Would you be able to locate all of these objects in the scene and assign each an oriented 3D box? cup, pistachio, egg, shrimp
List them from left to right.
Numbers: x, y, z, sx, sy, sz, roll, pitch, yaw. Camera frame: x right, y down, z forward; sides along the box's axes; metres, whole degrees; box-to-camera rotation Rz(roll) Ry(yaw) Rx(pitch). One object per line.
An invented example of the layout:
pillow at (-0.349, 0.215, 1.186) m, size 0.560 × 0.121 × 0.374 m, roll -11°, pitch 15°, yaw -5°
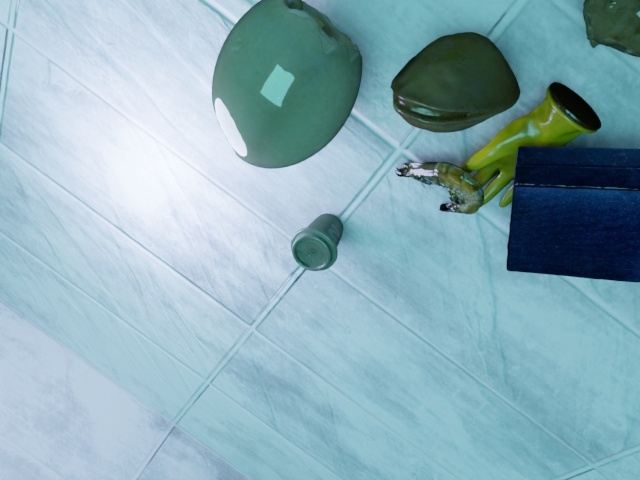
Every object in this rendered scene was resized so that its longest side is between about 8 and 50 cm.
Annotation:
egg at (-0.078, -0.296, 0.986) m, size 0.278 × 0.278 × 0.336 m, roll 38°, pitch 124°, yaw -4°
cup at (0.000, 0.000, 1.231) m, size 0.120 × 0.141 × 0.120 m, roll 10°, pitch 121°, yaw 17°
shrimp at (0.259, -0.113, 1.073) m, size 0.217 × 0.051 × 0.150 m, roll 22°, pitch 157°, yaw 46°
pistachio at (0.240, -0.271, 0.883) m, size 0.213 × 0.260 × 0.162 m, roll 16°, pitch 136°, yaw 24°

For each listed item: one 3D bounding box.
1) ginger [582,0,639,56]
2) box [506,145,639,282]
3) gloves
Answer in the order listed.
ginger at (0.552, -0.424, 0.726) m, size 0.245 × 0.155 × 0.304 m, roll 21°, pitch 119°, yaw 18°
box at (0.504, -0.047, 0.948) m, size 0.262 × 0.116 × 0.279 m, roll 6°, pitch 147°, yaw 21°
gloves at (0.393, -0.164, 0.989) m, size 0.133 × 0.116 × 0.294 m, roll 44°, pitch 135°, yaw 2°
